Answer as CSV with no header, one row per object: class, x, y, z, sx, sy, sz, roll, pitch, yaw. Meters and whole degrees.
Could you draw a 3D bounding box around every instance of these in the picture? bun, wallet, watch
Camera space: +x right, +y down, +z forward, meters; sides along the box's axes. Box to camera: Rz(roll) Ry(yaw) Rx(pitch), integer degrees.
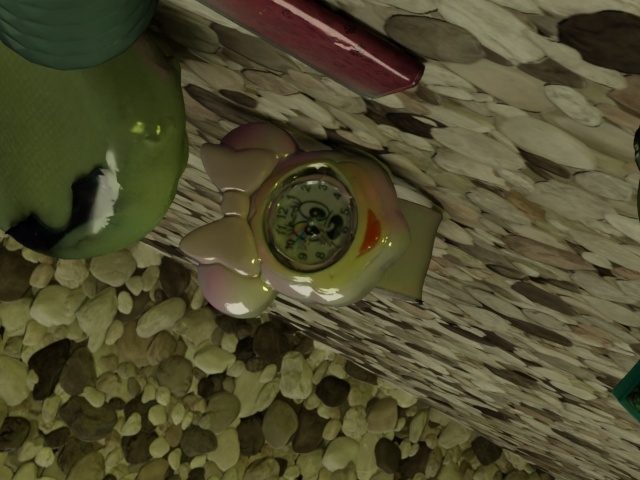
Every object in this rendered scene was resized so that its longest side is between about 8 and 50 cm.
bun,-0.232,-0.132,1.579,0.293,0.293,0.187,19,-150,33
wallet,-0.033,-0.181,1.312,0.232,0.025,0.119,28,170,-17
watch,0.000,0.000,1.767,0.248,0.210,0.217,12,175,21

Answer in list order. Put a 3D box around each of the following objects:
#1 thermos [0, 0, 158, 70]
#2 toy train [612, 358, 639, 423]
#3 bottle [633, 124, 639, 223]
thermos,-0.165,-0.222,1.123,0.182,0.145,0.286,-6,172,-8
toy train,0.433,0.205,1.821,0.163,0.112,0.203,27,-167,-49
bottle,0.280,-0.020,1.135,0.112,0.112,0.260,20,169,30
